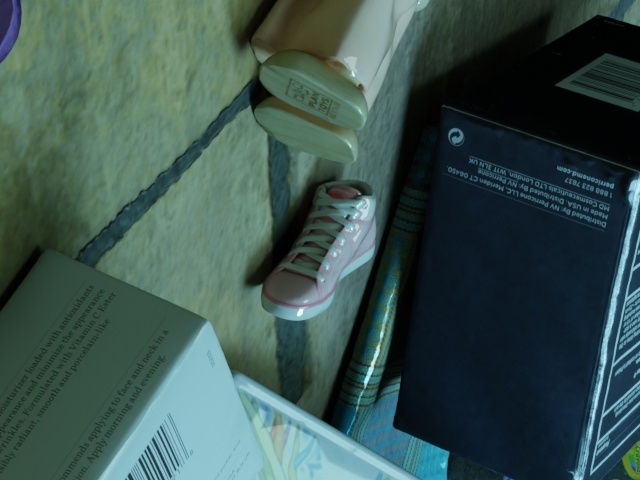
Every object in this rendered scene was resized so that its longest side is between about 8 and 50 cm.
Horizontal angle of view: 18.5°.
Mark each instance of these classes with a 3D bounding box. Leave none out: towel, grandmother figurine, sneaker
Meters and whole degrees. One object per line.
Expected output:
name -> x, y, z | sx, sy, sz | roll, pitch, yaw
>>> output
towel -> 0.096, 0.077, 1.682 | 0.271, 0.040, 0.370 | -9, 119, -64
grandmother figurine -> 0.067, -0.225, 1.287 | 0.342, 0.104, 0.208 | -62, -176, -19
sneaker -> 0.000, 0.000, 1.393 | 0.134, 0.051, 0.070 | -42, 145, -51

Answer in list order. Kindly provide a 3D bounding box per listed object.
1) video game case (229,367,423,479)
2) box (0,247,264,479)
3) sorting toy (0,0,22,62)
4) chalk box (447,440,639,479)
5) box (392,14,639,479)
video game case -> -0.011, 0.295, 1.408 | 0.329, 0.036, 0.300 | 33, 77, -28
box -> -0.139, 0.137, 1.126 | 0.181, 0.119, 0.182 | -57, 155, -24
sorting toy -> -0.220, 0.038, 0.921 | 0.126, 0.127, 0.366 | -164, -87, -88
chalk box -> 0.289, 0.183, 1.871 | 0.179, 0.289, 0.180 | -38, 144, -48
box -> 0.216, 0.006, 1.609 | 0.296, 0.182, 0.294 | -31, 134, -52
